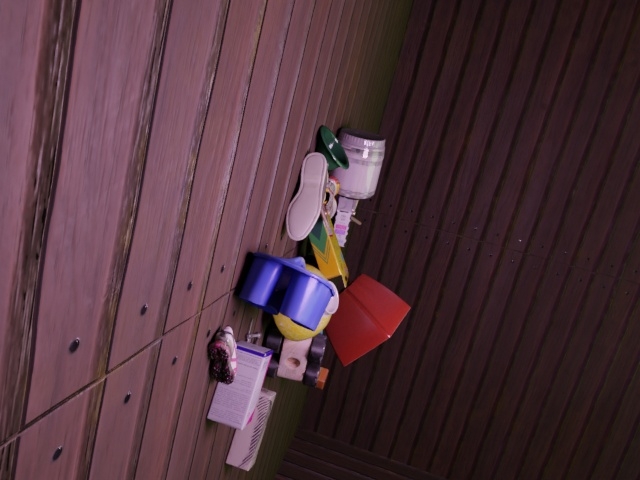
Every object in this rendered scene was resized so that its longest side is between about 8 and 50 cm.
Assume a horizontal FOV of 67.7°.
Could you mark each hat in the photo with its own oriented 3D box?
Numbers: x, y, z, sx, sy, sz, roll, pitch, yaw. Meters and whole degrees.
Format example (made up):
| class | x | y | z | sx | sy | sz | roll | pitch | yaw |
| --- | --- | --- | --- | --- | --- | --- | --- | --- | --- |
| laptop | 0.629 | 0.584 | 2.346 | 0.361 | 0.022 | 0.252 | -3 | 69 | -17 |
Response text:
| class | x | y | z | sx | sy | sz | roll | pitch | yaw |
| --- | --- | --- | --- | --- | --- | --- | --- | --- | --- |
| hat | -0.010 | -0.289 | 1.761 | 0.208 | 0.184 | 0.173 | 51 | 25 | -24 |

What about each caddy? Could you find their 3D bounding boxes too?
| class | x | y | z | sx | sy | sz | roll | pitch | yaw |
| --- | --- | --- | --- | --- | --- | --- | --- | --- | --- |
| caddy | -0.085 | 0.132 | 1.364 | 0.341 | 0.241 | 0.179 | 74 | 38 | -75 |

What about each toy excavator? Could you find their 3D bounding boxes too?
| class | x | y | z | sx | sy | sz | roll | pitch | yaw |
| --- | --- | --- | --- | --- | --- | --- | --- | --- | --- |
| toy excavator | -0.093 | 0.417 | 2.027 | 0.445 | 0.222 | 0.432 | -76 | 178 | -56 |

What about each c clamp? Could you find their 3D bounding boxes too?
| class | x | y | z | sx | sy | sz | roll | pitch | yaw |
| --- | --- | --- | --- | --- | --- | --- | --- | --- | --- |
| c clamp | -0.223 | 0.330 | 1.565 | 0.160 | 0.022 | 0.137 | 71 | 35 | -74 |

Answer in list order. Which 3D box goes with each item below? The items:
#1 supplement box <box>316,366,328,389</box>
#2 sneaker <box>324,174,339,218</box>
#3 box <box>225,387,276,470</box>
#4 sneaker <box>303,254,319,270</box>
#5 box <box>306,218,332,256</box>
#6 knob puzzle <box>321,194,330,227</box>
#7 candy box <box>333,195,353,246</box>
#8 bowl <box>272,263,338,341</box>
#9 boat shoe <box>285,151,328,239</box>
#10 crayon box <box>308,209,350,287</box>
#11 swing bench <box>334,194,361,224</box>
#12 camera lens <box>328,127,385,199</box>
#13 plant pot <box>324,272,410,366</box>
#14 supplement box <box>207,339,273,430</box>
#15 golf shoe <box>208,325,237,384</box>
| class | x | y | z | sx | sy | sz | roll | pitch | yaw |
| --- | --- | --- | --- | --- | --- | --- | --- | --- | --- |
| supplement box | -0.084 | 0.622 | 2.270 | 0.078 | 0.233 | 0.080 | 98 | 15 | -44 |
| sneaker | 0.015 | -0.167 | 2.016 | 0.093 | 0.088 | 0.225 | -44 | 151 | -39 |
| box | -0.256 | 0.693 | 1.777 | 0.113 | 0.094 | 0.275 | 48 | 58 | -80 |
| sneaker | -0.068 | 0.116 | 1.991 | 0.227 | 0.130 | 0.087 | -120 | -138 | -62 |
| box | 0.000 | 0.000 | 2.238 | 0.270 | 0.060 | 0.216 | -65 | 168 | -45 |
| knob puzzle | 0.004 | -0.169 | 1.780 | 0.213 | 0.030 | 0.213 | -16 | 90 | -84 |
| candy box | 0.100 | -0.098 | 2.177 | 0.165 | 0.070 | 0.196 | -79 | 179 | -53 |
| bowl | -0.030 | 0.208 | 1.692 | 0.289 | 0.156 | 0.289 | 27 | 58 | -53 |
| boat shoe | -0.037 | -0.138 | 1.599 | 0.091 | 0.109 | 0.305 | 53 | 50 | -73 |
| crayon box | 0.028 | 0.036 | 1.900 | 0.202 | 0.081 | 0.318 | -7 | 78 | -80 |
| swing bench | 0.148 | -0.240 | 2.422 | 0.255 | 0.165 | 0.253 | 43 | 64 | -74 |
| camera lens | 0.154 | -0.329 | 2.080 | 0.219 | 0.219 | 0.274 | -55 | 159 | -64 |
| plant pot | 0.153 | 0.294 | 1.906 | 0.267 | 0.235 | 0.267 | -42 | 176 | 33 |
| supplement box | -0.229 | 0.413 | 1.382 | 0.111 | 0.114 | 0.220 | 54 | 51 | -80 |
| golf shoe | -0.243 | 0.303 | 1.243 | 0.086 | 0.068 | 0.186 | -66 | 168 | -49 |
